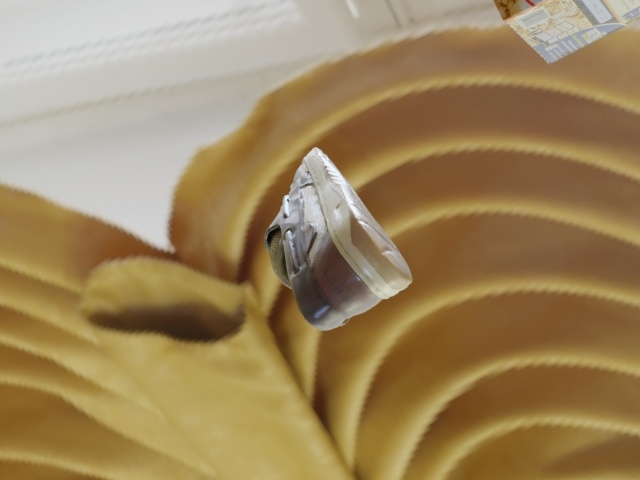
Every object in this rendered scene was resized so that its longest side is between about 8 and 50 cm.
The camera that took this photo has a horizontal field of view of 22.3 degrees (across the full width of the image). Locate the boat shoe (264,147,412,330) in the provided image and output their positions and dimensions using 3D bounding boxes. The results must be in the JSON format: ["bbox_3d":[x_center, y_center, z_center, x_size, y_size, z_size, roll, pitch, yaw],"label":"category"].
[{"bbox_3d":[0.000,0.000,1.320,0.092,0.103,0.285,-37,-162,2],"label":"boat shoe"}]

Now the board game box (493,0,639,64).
[{"bbox_3d":[0.222,-0.197,1.128,0.193,0.147,0.045,-26,-103,15],"label":"board game box"}]
